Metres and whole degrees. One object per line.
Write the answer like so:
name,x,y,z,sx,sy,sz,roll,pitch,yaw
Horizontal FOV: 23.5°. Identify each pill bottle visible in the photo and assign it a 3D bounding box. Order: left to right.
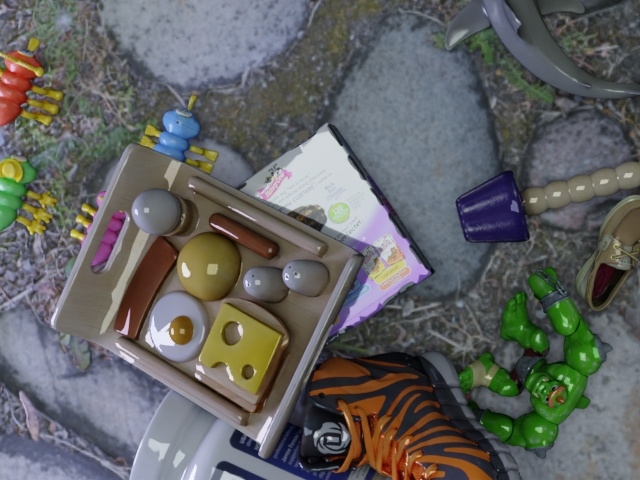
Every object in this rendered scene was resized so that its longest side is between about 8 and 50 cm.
pill bottle,-0.058,0.262,1.617,0.264,0.153,0.153,24,94,7

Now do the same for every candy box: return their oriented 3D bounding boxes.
candy box,0.000,0.000,1.646,0.164,0.070,0.196,-34,87,8

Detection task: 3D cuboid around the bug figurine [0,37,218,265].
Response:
bug figurine,-0.265,-0.090,1.681,0.279,0.072,0.216,20,94,7

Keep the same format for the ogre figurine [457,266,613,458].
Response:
ogre figurine,0.224,0.137,1.609,0.118,0.097,0.197,34,80,24

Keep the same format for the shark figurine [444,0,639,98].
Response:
shark figurine,0.235,-0.211,1.590,0.166,0.116,0.278,-45,83,8

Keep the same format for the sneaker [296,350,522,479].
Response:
sneaker,0.074,0.221,1.512,0.180,0.321,0.125,1,115,-18

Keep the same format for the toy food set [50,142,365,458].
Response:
toy food set,-0.121,0.056,1.558,0.306,0.092,0.220,28,96,31

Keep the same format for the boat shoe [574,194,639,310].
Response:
boat shoe,0.308,0.015,1.587,0.050,0.045,0.135,8,126,-17

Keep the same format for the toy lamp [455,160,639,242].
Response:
toy lamp,0.278,-0.054,1.603,0.274,0.080,0.080,-13,89,7
